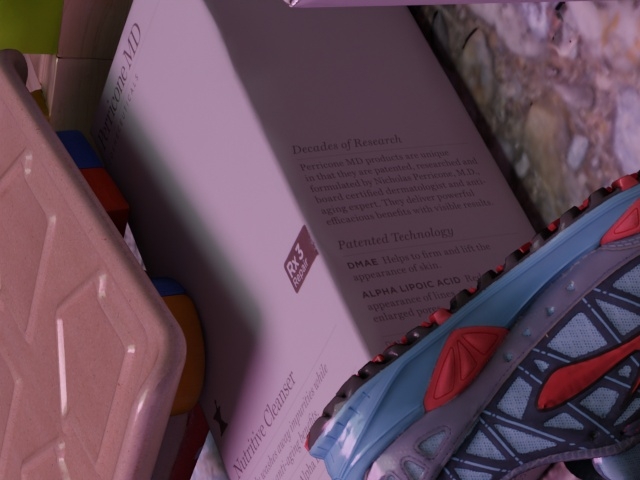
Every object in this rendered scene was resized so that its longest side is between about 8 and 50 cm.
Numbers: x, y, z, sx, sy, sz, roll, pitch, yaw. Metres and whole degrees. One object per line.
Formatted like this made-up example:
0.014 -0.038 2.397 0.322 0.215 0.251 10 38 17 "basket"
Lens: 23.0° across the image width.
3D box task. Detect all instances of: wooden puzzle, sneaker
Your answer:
-0.172 0.089 1.081 0.348 0.080 0.322 57 140 42 "wooden puzzle"
0.126 0.059 0.760 0.125 0.262 0.104 53 179 6 "sneaker"

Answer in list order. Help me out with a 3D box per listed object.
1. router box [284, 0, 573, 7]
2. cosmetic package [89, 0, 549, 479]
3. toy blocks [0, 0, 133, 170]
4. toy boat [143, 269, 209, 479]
0.174 -0.197 0.522 0.335 0.301 0.082 -42 60 53 "router box"
0.000 0.000 0.990 0.385 0.156 0.217 62 145 30 "cosmetic package"
-0.190 -0.204 1.280 0.261 0.191 0.381 -120 36 -52 "toy blocks"
-0.115 0.127 1.208 0.151 0.151 0.231 54 138 34 "toy boat"
